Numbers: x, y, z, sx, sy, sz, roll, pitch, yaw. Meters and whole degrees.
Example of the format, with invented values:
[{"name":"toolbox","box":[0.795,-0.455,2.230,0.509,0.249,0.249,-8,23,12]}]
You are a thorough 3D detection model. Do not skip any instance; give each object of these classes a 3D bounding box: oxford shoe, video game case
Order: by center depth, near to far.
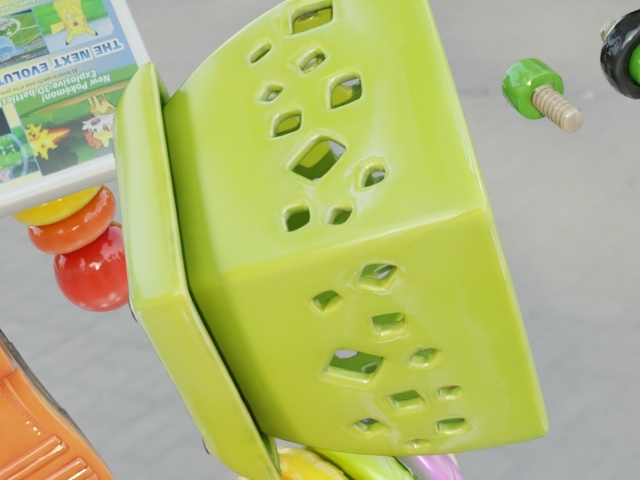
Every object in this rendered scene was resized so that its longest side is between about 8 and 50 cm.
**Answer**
[{"name":"video game case","box":[-0.309,-0.148,1.337,0.329,0.300,0.036,-20,-15,-15]},{"name":"oxford shoe","box":[-0.257,0.161,1.450,0.130,0.364,0.133,-26,25,-4]}]

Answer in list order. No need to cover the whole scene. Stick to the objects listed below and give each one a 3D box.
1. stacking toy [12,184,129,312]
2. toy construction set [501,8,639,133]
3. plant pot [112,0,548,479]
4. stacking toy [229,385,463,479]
[{"name":"stacking toy","box":[-0.257,-0.068,1.611,0.141,0.330,0.141,-20,29,11]},{"name":"toy construction set","box":[0.193,-0.279,1.136,0.257,0.309,0.237,-19,36,-18]},{"name":"plant pot","box":[0.000,0.000,1.052,0.207,0.228,0.227,-17,48,5]},{"name":"stacking toy","box":[0.029,0.168,1.135,0.165,0.175,0.302,33,64,33]}]
